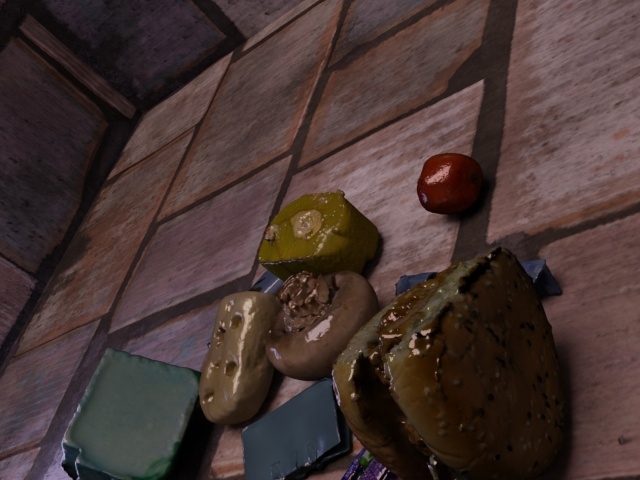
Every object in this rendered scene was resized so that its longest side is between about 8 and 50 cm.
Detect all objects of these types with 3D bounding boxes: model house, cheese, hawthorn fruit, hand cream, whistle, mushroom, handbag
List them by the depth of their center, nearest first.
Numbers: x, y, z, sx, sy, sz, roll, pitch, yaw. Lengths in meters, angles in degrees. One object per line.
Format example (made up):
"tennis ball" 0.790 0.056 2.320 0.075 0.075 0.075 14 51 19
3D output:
"whistle" 0.247 0.071 1.342 0.304 0.062 0.062 -10 46 50
"handbag" -0.043 0.341 1.421 0.221 0.057 0.144 -34 35 25
"mushroom" -0.005 0.142 1.480 0.226 0.178 0.226 -40 22 20
"hawthorn fruit" 0.238 -0.103 1.528 0.128 0.128 0.128 -35 30 24
"cheese" -0.161 0.228 1.625 0.159 0.093 0.263 -11 65 52
"model house" -0.379 0.411 1.700 0.249 0.230 0.280 100 -174 -48
"hand cream" -0.147 0.140 1.832 0.271 0.058 0.091 -50 30 -15

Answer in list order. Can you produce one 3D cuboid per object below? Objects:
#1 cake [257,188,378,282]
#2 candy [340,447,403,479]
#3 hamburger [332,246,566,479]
"cake" 0.000 0.000 1.699 0.260 0.156 0.179 -6 56 50
"candy" 0.115 0.306 1.229 0.312 0.061 0.088 -52 26 -10
"hamburger" 0.181 0.177 1.060 0.195 0.277 0.318 -22 12 39
